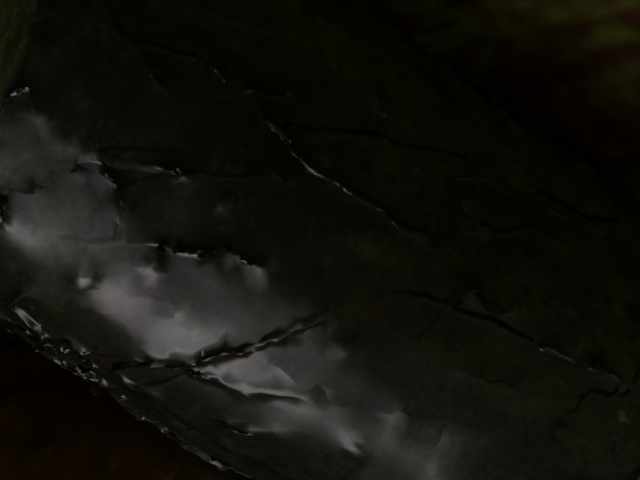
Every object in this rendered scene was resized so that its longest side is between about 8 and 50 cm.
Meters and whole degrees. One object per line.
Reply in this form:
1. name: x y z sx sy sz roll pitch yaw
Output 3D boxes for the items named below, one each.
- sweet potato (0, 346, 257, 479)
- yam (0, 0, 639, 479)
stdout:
1. sweet potato: -0.108 0.083 0.549 0.095 0.106 0.354 2 160 -30
2. yam: 0.000 0.000 0.387 0.183 0.107 0.107 31 143 -11
